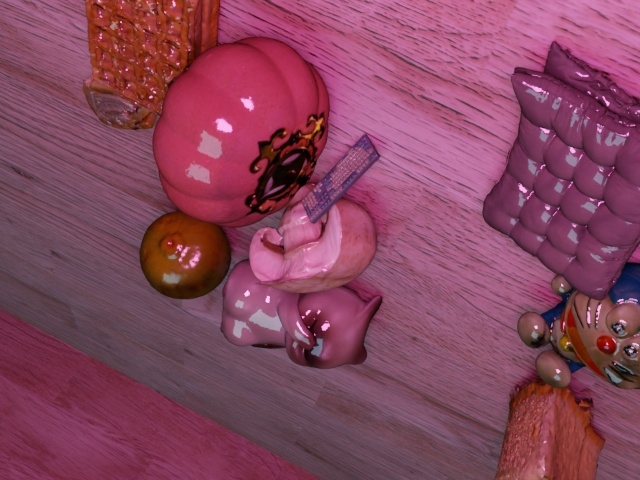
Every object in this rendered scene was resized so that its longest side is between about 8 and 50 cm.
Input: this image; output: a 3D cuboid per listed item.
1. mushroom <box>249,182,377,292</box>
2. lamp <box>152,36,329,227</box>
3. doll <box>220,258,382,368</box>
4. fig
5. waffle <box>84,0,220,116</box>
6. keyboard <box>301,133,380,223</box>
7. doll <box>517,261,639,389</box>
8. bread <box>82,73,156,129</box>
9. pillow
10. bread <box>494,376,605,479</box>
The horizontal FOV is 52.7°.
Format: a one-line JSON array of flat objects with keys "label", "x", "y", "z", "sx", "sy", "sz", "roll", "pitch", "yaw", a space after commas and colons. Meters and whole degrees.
[{"label": "mushroom", "x": 0.000, "y": 0.000, "z": 1.255, "sx": 0.254, "sy": 0.194, "sz": 0.189, "roll": -20, "pitch": 155, "yaw": 32}, {"label": "lamp", "x": -0.131, "y": -0.172, "z": 1.004, "sx": 0.240, "sy": 0.305, "sz": 0.305, "roll": 37, "pitch": 152, "yaw": 24}, {"label": "doll", "x": -0.071, "y": 0.168, "z": 1.484, "sx": 0.371, "sy": 0.226, "sz": 0.214, "roll": 20, "pitch": 112, "yaw": 23}, {"label": "fig", "x": -0.311, "y": 0.047, "z": 1.511, "sx": 0.207, "sy": 0.207, "sz": 0.230, "roll": 20, "pitch": 146, "yaw": 15}, {"label": "waffle", "x": -0.278, "y": -0.342, "z": 1.063, "sx": 0.213, "sy": 0.091, "sz": 0.308, "roll": 28, "pitch": 147, "yaw": 3}, {"label": "keyboard", "x": 0.031, "y": -0.104, "z": 1.115, "sx": 0.014, "sy": 0.055, "sz": 0.176, "roll": 14, "pitch": 131, "yaw": -44}, {"label": "doll", "x": 0.474, "y": 0.139, "z": 1.053, "sx": 0.198, "sy": 0.186, "sz": 0.322, "roll": 65, "pitch": 162, "yaw": 1}, {"label": "bread", "x": -0.389, "y": -0.273, "z": 1.266, "sx": 0.156, "sy": 0.064, "sz": 0.117, "roll": 10, "pitch": 144, "yaw": 30}, {"label": "pillow", "x": 0.346, "y": -0.079, "z": 0.880, "sx": 0.228, "sy": 0.101, "sz": 0.326, "roll": 43, "pitch": 157, "yaw": 28}, {"label": "bread", "x": 0.525, "y": 0.445, "z": 1.366, "sx": 0.279, "sy": 0.248, "sz": 0.315, "roll": 23, "pitch": 160, "yaw": 1}]
